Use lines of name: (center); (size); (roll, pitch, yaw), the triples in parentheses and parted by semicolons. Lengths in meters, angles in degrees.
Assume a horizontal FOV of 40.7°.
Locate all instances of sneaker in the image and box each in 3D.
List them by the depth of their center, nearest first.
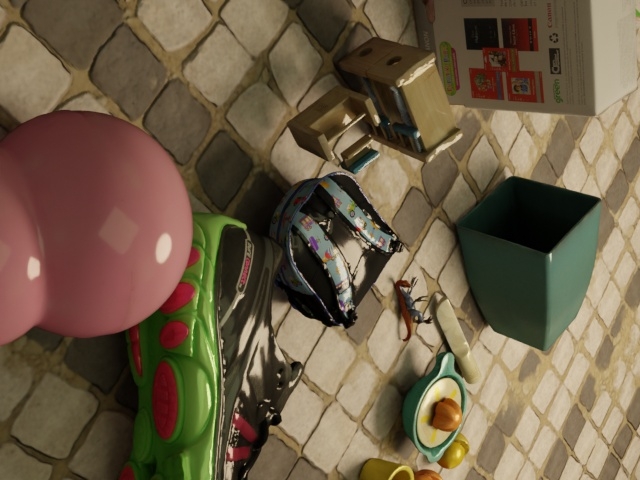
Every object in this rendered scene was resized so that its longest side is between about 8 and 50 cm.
sneaker: (-0.108, 0.211, 0.964); (0.202, 0.185, 0.483); (-2, 102, -41)

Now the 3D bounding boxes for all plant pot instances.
plant pot: (0.345, 0.049, 1.404); (0.165, 0.165, 0.234); (-39, 131, -33)

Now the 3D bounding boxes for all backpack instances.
backpack: (0.000, 0.000, 1.068); (0.158, 0.116, 0.173); (-55, 133, -21)

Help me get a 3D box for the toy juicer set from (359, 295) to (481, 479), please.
toy juicer set: (0.200, 0.280, 1.360); (0.209, 0.089, 0.329); (38, 72, -43)

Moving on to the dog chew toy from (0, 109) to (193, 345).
dog chew toy: (-0.280, 0.002, 0.735); (0.331, 0.206, 0.207); (-14, 110, -35)

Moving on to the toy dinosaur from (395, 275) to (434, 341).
toy dinosaur: (0.132, 0.097, 1.285); (0.082, 0.047, 0.090); (40, 81, -24)

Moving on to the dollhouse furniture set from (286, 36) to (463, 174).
dollhouse furniture set: (0.056, -0.148, 1.096); (0.183, 0.129, 0.129); (-38, 126, -15)

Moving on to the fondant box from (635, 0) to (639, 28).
fondant box: (0.408, -0.421, 1.294); (0.330, 0.238, 0.096); (19, 84, -46)

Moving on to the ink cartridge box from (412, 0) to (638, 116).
ink cartridge box: (0.263, -0.337, 1.147); (0.130, 0.271, 0.310); (-32, 122, -39)
